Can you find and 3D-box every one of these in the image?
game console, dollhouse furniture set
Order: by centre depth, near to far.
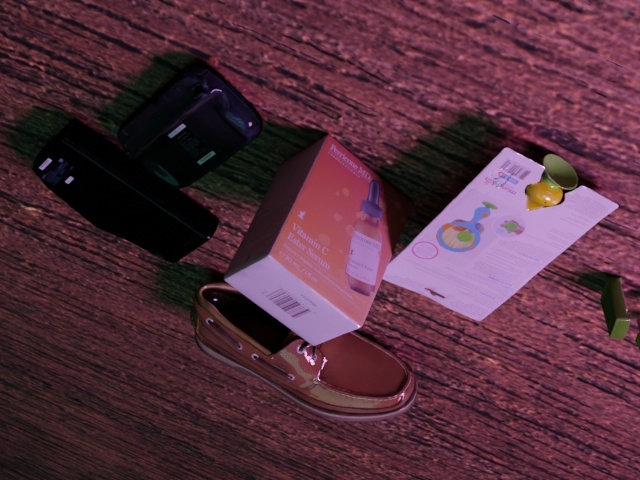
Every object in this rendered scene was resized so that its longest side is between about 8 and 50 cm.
[{"bbox_3d":[0.379,0.078,1.326,0.151,0.059,0.076,2,137,-2],"label":"dollhouse furniture set"},{"bbox_3d":[-0.178,-0.086,1.421,0.213,0.044,0.361,35,145,-20],"label":"game console"}]

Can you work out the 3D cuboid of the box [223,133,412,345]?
[{"bbox_3d":[0.000,0.000,1.314,0.130,0.170,0.091,37,145,-19],"label":"box"}]

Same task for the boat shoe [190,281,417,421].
[{"bbox_3d":[-0.025,0.138,1.573,0.307,0.111,0.104,16,147,11],"label":"boat shoe"}]

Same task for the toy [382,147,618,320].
[{"bbox_3d":[0.177,-0.014,1.285,0.136,0.056,0.237,24,140,-18],"label":"toy"}]
